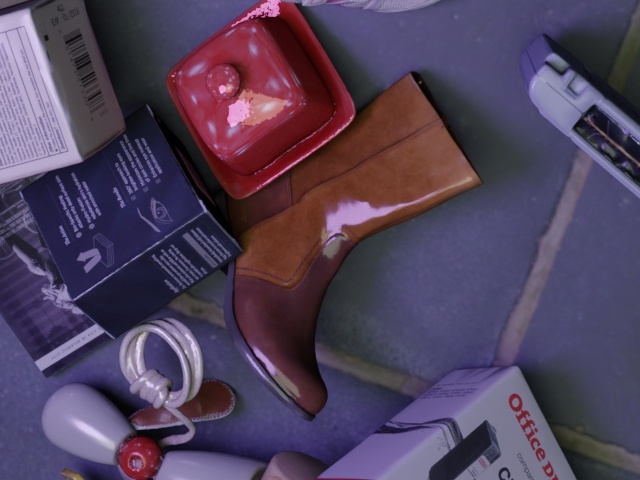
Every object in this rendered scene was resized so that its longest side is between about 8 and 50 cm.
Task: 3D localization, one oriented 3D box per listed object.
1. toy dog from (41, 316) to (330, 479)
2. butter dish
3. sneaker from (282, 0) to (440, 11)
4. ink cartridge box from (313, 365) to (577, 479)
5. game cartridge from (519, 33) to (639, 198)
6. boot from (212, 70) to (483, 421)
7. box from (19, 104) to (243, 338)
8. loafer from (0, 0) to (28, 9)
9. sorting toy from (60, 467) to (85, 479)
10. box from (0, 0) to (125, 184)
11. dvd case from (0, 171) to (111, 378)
[{"bbox_3d":[-0.111,0.237,1.931,0.220,0.161,0.334,-43,83,19],"label":"toy dog"},{"bbox_3d":[-0.074,-0.144,1.791,0.160,0.118,0.160,-34,77,14],"label":"butter dish"},{"bbox_3d":[0.011,-0.262,1.765,0.252,0.111,0.103,4,107,5],"label":"sneaker"},{"bbox_3d":[0.119,0.274,1.829,0.114,0.273,0.197,-11,111,55],"label":"ink cartridge box"},{"bbox_3d":[0.306,-0.076,1.743,0.294,0.196,0.060,40,106,-6],"label":"game cartridge"},{"bbox_3d":[0.037,0.007,1.811,0.280,0.096,0.264,-29,57,12],"label":"boot"},{"bbox_3d":[-0.185,-0.019,1.818,0.158,0.156,0.093,-34,144,4],"label":"box"},{"bbox_3d":[-0.289,-0.230,1.817,0.102,0.092,0.269,21,110,-3],"label":"loafer"},{"bbox_3d":[-0.182,0.320,1.888,0.046,0.274,0.132,-46,133,-17],"label":"sorting toy"},{"bbox_3d":[-0.323,-0.129,1.738,0.232,0.127,0.149,-13,104,18],"label":"box"},{"bbox_3d":[-0.279,0.012,1.928,0.164,0.018,0.221,-32,100,13],"label":"dvd case"}]
